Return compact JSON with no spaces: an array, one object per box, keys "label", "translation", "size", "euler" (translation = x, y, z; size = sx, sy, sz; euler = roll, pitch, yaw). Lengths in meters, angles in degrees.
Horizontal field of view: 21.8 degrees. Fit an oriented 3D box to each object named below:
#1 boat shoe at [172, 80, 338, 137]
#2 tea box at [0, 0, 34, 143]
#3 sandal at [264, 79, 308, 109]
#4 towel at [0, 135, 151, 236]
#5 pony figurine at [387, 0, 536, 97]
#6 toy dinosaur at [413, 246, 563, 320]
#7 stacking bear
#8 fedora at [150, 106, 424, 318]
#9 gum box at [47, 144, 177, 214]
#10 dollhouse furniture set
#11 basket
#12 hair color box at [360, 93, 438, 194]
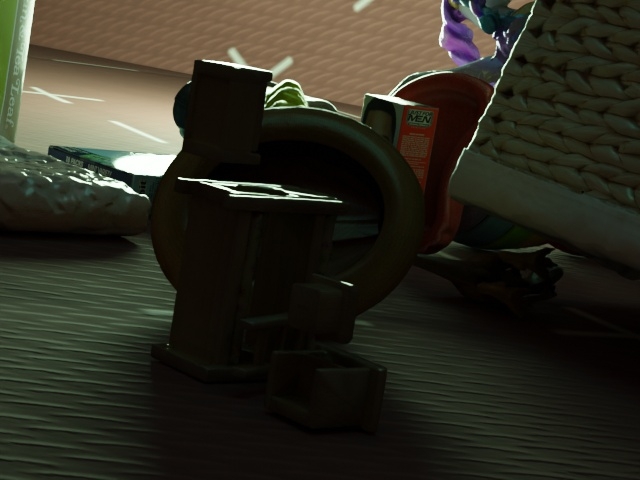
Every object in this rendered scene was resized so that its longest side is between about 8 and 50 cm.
[{"label":"boat shoe","translation":[-0.063,-0.123,1.793],"size":[0.091,0.114,0.302],"euler":[26,0,19]},{"label":"tea box","translation":[-0.470,-0.274,1.730],"size":[0.220,0.329,0.323],"euler":[13,8,24]},{"label":"sandal","translation":[-0.017,-0.043,1.469],"size":[0.138,0.126,0.317],"euler":[50,14,-15]},{"label":"towel","translation":[-0.360,-0.062,1.405],"size":[0.332,0.053,0.317],"euler":[2,12,-37]},{"label":"pony figurine","translation":[0.234,-0.167,1.972],"size":[0.363,0.351,0.303],"euler":[36,25,27]},{"label":"toy dinosaur","translation":[0.127,0.030,1.366],"size":[0.211,0.064,0.112],"euler":[16,-9,-35]},{"label":"stacking bear","translation":[0.201,-0.058,1.691],"size":[0.289,0.175,0.164],"euler":[15,11,-37]},{"label":"fedora","translation":[-0.022,-0.005,1.191],"size":[0.194,0.194,0.079],"euler":[11,-25,9]},{"label":"gum box","translation":[-0.149,-0.055,1.616],"size":[0.184,0.041,0.157],"euler":[3,11,-40]},{"label":"dollhouse furniture set","translation":[0.000,0.000,0.962],"size":[0.101,0.182,0.161],"euler":[2,11,-42]},{"label":"basket","translation":[0.341,-0.068,1.299],"size":[0.328,0.266,0.331],"euler":[22,1,-32]},{"label":"hair color box","translation":[0.065,-0.063,1.573],"size":[0.043,0.141,0.072],"euler":[4,10,-33]}]
